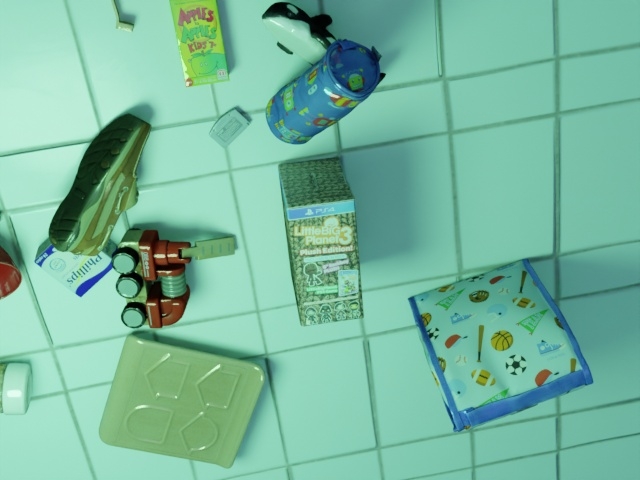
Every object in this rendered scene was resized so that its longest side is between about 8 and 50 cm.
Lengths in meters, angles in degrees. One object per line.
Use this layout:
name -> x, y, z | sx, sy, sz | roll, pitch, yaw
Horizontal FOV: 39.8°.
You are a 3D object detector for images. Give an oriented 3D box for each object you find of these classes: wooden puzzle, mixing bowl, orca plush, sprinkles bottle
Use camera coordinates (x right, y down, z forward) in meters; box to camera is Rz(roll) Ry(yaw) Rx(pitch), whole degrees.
wooden puzzle -> -0.344, 0.393, 2.184 | 0.347, 0.080, 0.322 | 16, 114, -11
mixing bowl -> -0.748, 0.057, 1.916 | 0.181, 0.098, 0.181 | -17, 153, -9
orca plush -> 0.016, -0.413, 1.800 | 0.287, 0.151, 0.102 | 27, 79, -17
sprinkles bottle -> -0.861, 0.340, 2.053 | 0.355, 0.121, 0.121 | 4, 117, -9

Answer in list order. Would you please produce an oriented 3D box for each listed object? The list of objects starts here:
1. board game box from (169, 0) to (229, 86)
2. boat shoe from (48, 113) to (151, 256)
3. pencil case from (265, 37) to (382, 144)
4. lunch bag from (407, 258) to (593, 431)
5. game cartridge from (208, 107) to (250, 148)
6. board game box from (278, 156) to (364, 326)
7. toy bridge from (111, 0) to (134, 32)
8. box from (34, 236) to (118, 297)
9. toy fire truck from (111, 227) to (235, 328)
board game box -> -0.245, -0.409, 1.794 | 0.092, 0.043, 0.181 | -9, 118, -3
boat shoe -> -0.449, -0.111, 1.871 | 0.120, 0.122, 0.324 | 29, 93, -45
pencil case -> 0.000, -0.295, 1.763 | 0.119, 0.306, 0.133 | -4, 78, -29
lunch bag -> 0.411, 0.263, 2.046 | 0.327, 0.385, 0.239 | -21, 118, 2
game cartridge -> -0.198, -0.243, 1.903 | 0.083, 0.017, 0.056 | -42, 119, 13
board game box -> 0.000, 0.000, 1.936 | 0.141, 0.232, 0.291 | -8, 117, -4
toy bridge -> -0.381, -0.507, 1.733 | 0.063, 0.026, 0.188 | 12, 114, -13
box -> -0.540, 0.033, 1.966 | 0.126, 0.072, 0.137 | -41, 116, 14
toy fire truck -> -0.322, 0.075, 1.993 | 0.246, 0.158, 0.217 | -1, 117, 4
